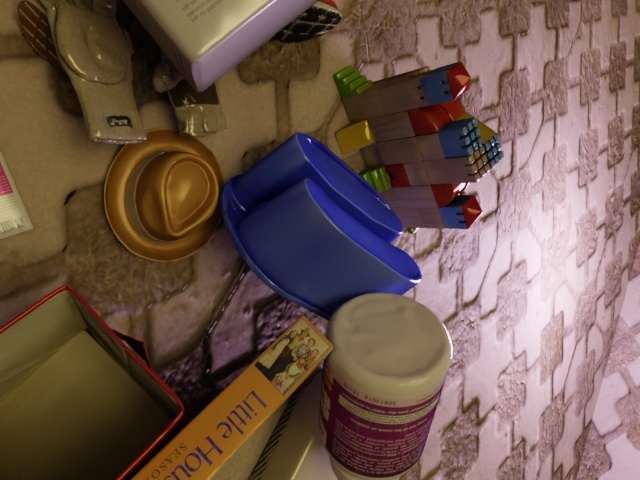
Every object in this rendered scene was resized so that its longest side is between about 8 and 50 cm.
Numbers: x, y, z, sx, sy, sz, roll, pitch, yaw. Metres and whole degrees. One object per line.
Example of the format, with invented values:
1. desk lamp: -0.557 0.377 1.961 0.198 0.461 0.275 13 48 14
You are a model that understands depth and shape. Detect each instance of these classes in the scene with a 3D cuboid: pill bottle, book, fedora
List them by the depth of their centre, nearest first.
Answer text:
1. book: -0.402 -0.065 0.526 0.096 0.035 0.144 -27 110 -39
2. fedora: -0.202 -0.063 0.662 0.194 0.079 0.195 -4 96 -39
3. pill bottle: 0.082 0.238 0.690 0.169 0.169 0.302 -27 135 -36

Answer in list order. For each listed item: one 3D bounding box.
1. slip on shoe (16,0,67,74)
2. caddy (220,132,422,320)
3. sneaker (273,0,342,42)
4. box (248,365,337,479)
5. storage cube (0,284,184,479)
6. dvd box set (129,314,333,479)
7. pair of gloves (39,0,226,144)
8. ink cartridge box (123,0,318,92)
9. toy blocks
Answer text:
1. slip on shoe: -0.310 -0.238 0.586 0.135 0.051 0.041 47 32 -26
2. caddy: 0.000 0.000 0.745 0.341 0.179 0.241 34 31 -36
3. sneaker: -0.075 -0.400 0.738 0.278 0.107 0.119 -4 82 -44
4. box: -0.023 0.372 0.829 0.113 0.094 0.275 45 65 -33
5. storage cube: -0.275 0.199 0.501 0.183 0.193 0.215 43 59 7
6. dvd box set: -0.175 0.294 0.582 0.062 0.308 0.420 44 58 9
7. pair of gloves: -0.230 -0.230 0.622 0.240 0.042 0.204 -27 102 -53
8. ink cartridge box: -0.156 -0.419 0.508 0.285 0.166 0.395 -40 103 -6
9. toy blocks: 0.208 -0.168 0.881 0.190 0.260 0.382 -38 116 -32
